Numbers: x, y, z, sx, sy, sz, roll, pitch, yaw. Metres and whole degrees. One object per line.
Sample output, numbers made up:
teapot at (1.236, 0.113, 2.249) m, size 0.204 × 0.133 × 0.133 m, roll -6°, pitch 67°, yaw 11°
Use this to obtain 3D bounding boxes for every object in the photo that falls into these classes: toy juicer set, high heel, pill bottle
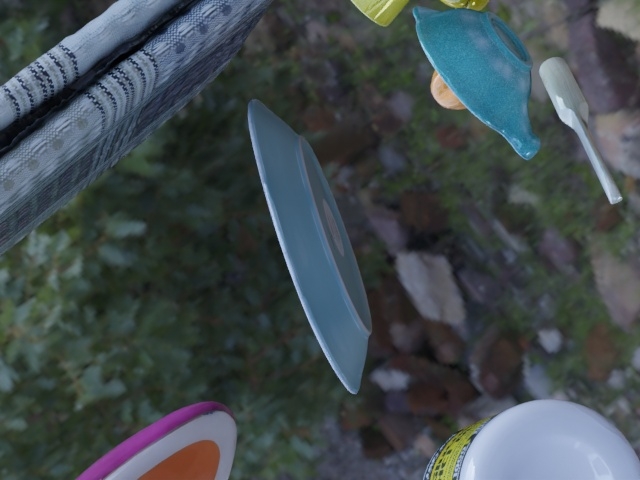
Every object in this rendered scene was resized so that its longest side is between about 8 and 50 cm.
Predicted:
toy juicer set at (0.144, -0.174, 1.225) m, size 0.329 × 0.089 × 0.209 m, roll 42°, pitch -154°, yaw -19°
high heel at (-0.233, 0.251, 1.207) m, size 0.127 × 0.377 × 0.181 m, roll 43°, pitch -173°, yaw -35°
pill bottle at (0.213, 0.282, 1.431) m, size 0.188 × 0.188 × 0.334 m, roll 51°, pitch 166°, yaw 7°

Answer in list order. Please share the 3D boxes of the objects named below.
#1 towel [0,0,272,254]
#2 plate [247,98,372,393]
towel at (-0.161, -0.072, 0.831) m, size 0.056 × 0.324 × 0.312 m, roll 49°, pitch 166°, yaw -4°
plate at (0.000, 0.000, 0.790) m, size 0.188 × 0.024 × 0.188 m, roll -20°, pitch -90°, yaw -83°
